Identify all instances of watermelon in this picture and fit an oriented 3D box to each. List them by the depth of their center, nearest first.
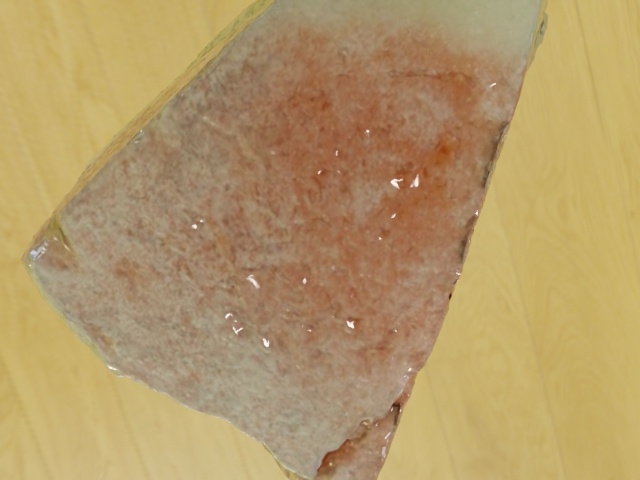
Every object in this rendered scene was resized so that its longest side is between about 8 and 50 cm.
[{"bbox_3d":[0.000,0.000,0.632,0.193,0.232,0.310,43,154,-10],"label":"watermelon"}]
